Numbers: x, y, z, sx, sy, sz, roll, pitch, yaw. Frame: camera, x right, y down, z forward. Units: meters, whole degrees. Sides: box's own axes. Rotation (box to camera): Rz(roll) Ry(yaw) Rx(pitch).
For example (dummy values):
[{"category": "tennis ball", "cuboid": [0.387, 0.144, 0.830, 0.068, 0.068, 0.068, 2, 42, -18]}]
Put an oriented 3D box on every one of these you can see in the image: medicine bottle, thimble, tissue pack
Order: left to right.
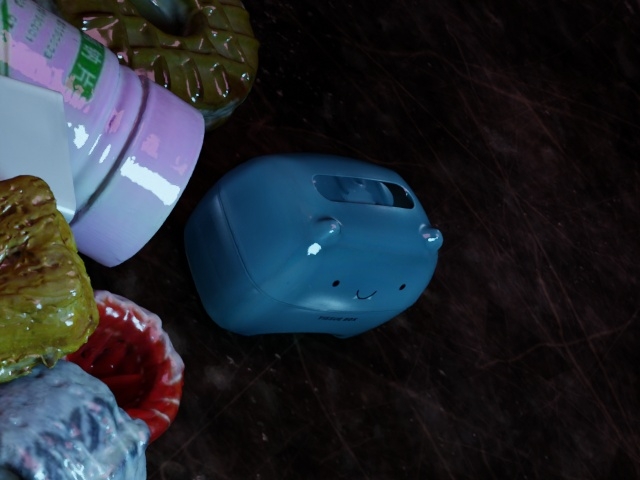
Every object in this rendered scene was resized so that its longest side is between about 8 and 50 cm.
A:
[{"category": "tissue pack", "cuboid": [-0.365, -0.038, 1.776, 0.136, 0.246, 0.159, 17, 48, -36]}, {"category": "thimble", "cuboid": [-0.279, 0.224, 1.631, 0.217, 0.245, 0.157, 54, 37, -10]}, {"category": "medicine bottle", "cuboid": [-0.311, -0.137, 1.956, 0.325, 0.212, 0.212, 32, 39, -22]}, {"category": "thimble", "cuboid": [-0.232, 0.149, 1.852, 0.163, 0.125, 0.189, 42, 36, -9]}, {"category": "tissue pack", "cuboid": [0.000, 0.000, 2.170, 0.287, 0.206, 0.198, 8, 52, -45]}]

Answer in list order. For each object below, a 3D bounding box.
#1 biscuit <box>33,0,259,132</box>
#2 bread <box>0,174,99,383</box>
[{"category": "biscuit", "cuboid": [-0.218, -0.274, 2.272, 0.332, 0.103, 0.332, 27, 41, -27]}, {"category": "bread", "cuboid": [-0.389, 0.076, 1.596, 0.380, 0.109, 0.185, -18, 58, -6]}]
